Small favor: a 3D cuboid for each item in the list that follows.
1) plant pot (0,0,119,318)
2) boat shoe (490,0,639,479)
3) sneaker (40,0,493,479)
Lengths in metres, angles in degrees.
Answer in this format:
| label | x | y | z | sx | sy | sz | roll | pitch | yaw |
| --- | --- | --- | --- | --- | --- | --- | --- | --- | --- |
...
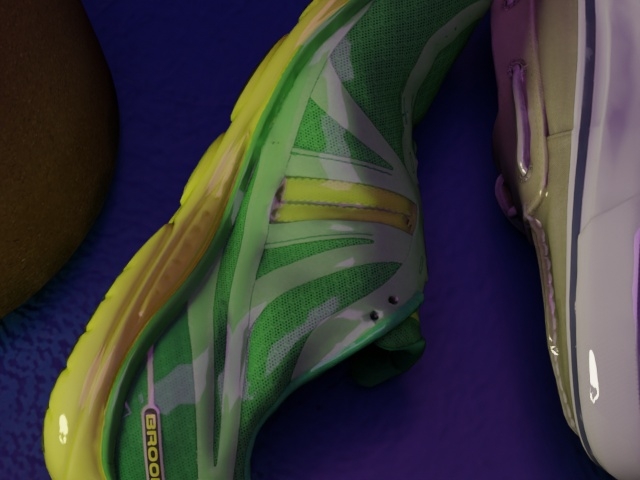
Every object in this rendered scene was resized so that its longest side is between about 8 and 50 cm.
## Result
| label | x | y | z | sx | sy | sz | roll | pitch | yaw |
| --- | --- | --- | --- | --- | --- | --- | --- | --- | --- |
| plant pot | -0.213 | -0.110 | 0.628 | 0.237 | 0.254 | 0.237 | 0 | 59 | 1 |
| boat shoe | 0.125 | -0.039 | 0.701 | 0.094 | 0.109 | 0.302 | -13 | 62 | 36 |
| sneaker | 0.000 | 0.000 | 0.682 | 0.123 | 0.109 | 0.295 | 31 | 76 | 2 |
